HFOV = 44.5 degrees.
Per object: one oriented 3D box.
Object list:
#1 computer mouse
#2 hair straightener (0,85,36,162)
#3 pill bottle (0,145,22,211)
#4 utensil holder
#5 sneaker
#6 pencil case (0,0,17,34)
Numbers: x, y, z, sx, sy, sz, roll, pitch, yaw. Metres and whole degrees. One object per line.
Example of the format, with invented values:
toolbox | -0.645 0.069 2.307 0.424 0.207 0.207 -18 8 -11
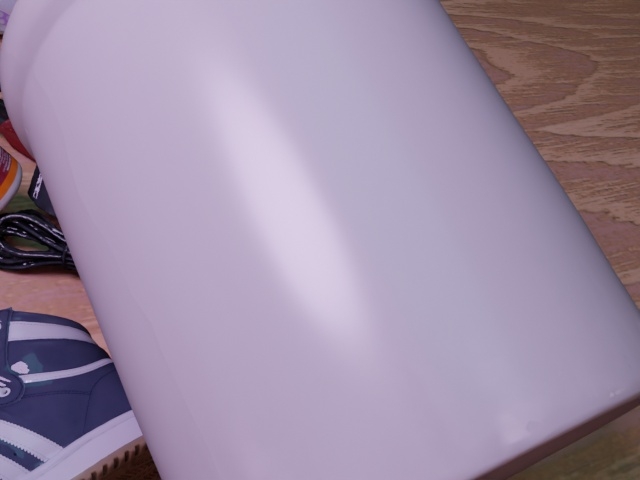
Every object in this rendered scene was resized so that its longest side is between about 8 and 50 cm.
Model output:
computer mouse | -0.205 -0.081 0.780 0.189 0.072 0.272 13 54 -1
hair straightener | -0.339 -0.141 0.893 0.231 0.047 0.089 25 37 18
pill bottle | -0.350 -0.083 0.695 0.086 0.152 0.086 -20 46 22
utensil holder | 0.000 0.000 0.543 0.328 0.327 0.385 -13 64 -34
sneaker | -0.243 0.140 0.517 0.282 0.099 0.153 -17 53 -46
pencil case | -0.464 -0.318 1.005 0.273 0.124 0.113 -5 10 -28
